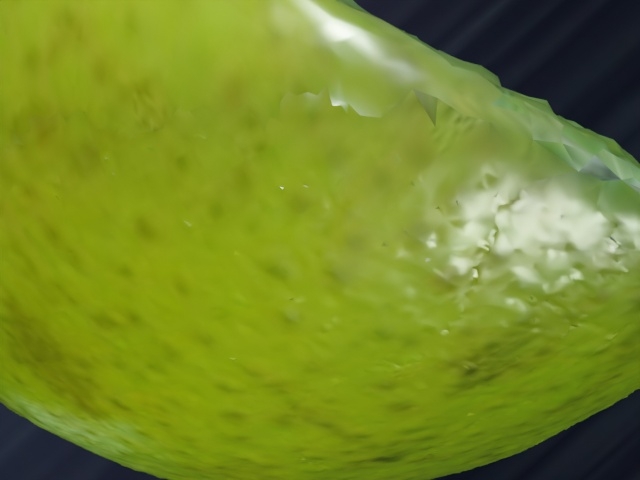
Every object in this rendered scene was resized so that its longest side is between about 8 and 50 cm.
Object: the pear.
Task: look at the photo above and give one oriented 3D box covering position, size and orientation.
[{"bbox_3d":[-0.004,0.002,0.485,0.288,0.139,0.239,28,173,-32],"label":"pear"}]
